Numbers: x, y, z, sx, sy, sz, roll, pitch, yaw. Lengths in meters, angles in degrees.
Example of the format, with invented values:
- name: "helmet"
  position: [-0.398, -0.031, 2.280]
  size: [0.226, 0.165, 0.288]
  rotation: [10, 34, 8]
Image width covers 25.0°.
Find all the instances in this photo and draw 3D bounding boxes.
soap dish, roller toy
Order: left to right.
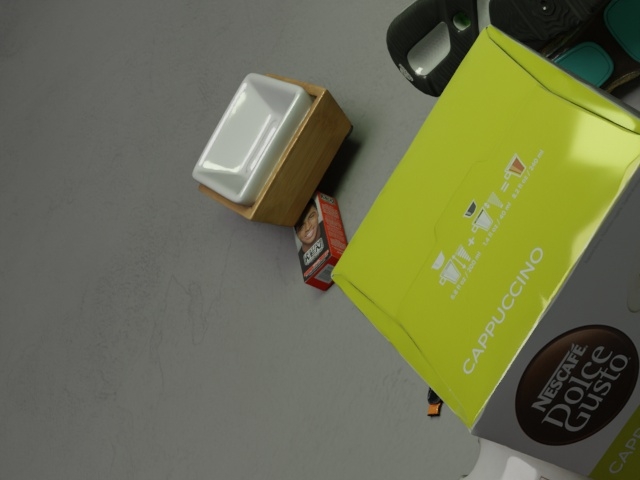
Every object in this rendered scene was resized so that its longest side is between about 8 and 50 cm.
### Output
- name: "soap dish"
  position: [-0.078, -0.145, 2.298]
  size: [0.229, 0.118, 0.291]
  rotation: [-60, 23, 0]
- name: "roller toy"
  position: [0.241, 0.289, 1.551]
  size: [0.209, 0.191, 0.146]
  rotation: [23, 88, 57]

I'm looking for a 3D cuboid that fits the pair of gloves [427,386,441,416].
- name: "pair of gloves"
  position: [0.169, 0.190, 1.883]
  size: [0.083, 0.010, 0.074]
  rotation: [-23, 53, 50]

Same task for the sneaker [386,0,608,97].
- name: "sneaker"
  position: [0.277, -0.356, 1.815]
  size: [0.257, 0.169, 0.447]
  rotation: [-42, 7, -30]

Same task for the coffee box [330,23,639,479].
- name: "coffee box"
  position: [0.279, 0.027, 1.533]
  size: [0.338, 0.334, 0.338]
  rotation: [-59, 34, 11]

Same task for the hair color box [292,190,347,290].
- name: "hair color box"
  position: [0.000, 0.000, 2.209]
  size: [0.072, 0.043, 0.141]
  rotation: [-46, 37, 29]

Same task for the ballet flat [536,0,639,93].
- name: "ballet flat"
  position: [0.375, -0.255, 1.794]
  size: [0.348, 0.123, 0.123]
  rotation: [-34, 45, 37]
